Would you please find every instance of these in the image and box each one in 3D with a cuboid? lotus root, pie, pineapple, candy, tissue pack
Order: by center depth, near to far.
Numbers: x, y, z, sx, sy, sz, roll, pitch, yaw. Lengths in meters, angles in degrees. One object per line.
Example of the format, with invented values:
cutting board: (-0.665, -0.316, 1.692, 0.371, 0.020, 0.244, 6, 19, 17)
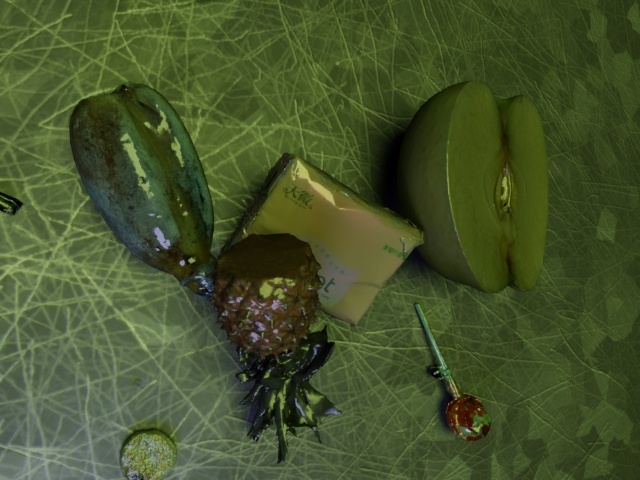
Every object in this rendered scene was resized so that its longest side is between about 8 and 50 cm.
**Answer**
lotus root: (-0.237, -0.061, 0.713, 0.158, 0.140, 0.322, -36, 110, -48)
pineapple: (-0.057, 0.165, 0.734, 0.165, 0.165, 0.365, -24, 125, -25)
pie: (-0.258, 0.322, 0.744, 0.085, 0.017, 0.085, 1, 88, -24)
tissue pack: (0.000, 0.000, 0.802, 0.256, 0.123, 0.215, 28, 109, -20)
candy: (0.246, 0.254, 0.967, 0.078, 0.084, 0.288, -23, 90, -21)

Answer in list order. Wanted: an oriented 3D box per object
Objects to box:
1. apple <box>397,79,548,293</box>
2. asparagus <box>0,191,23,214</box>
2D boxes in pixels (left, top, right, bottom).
apple: (0.295, -0.084, 0.885, 0.320, 0.311, 0.360, -1, 92, 1)
asparagus: (-0.508, -0.098, 0.644, 0.233, 0.023, 0.022, 31, 30, -21)
